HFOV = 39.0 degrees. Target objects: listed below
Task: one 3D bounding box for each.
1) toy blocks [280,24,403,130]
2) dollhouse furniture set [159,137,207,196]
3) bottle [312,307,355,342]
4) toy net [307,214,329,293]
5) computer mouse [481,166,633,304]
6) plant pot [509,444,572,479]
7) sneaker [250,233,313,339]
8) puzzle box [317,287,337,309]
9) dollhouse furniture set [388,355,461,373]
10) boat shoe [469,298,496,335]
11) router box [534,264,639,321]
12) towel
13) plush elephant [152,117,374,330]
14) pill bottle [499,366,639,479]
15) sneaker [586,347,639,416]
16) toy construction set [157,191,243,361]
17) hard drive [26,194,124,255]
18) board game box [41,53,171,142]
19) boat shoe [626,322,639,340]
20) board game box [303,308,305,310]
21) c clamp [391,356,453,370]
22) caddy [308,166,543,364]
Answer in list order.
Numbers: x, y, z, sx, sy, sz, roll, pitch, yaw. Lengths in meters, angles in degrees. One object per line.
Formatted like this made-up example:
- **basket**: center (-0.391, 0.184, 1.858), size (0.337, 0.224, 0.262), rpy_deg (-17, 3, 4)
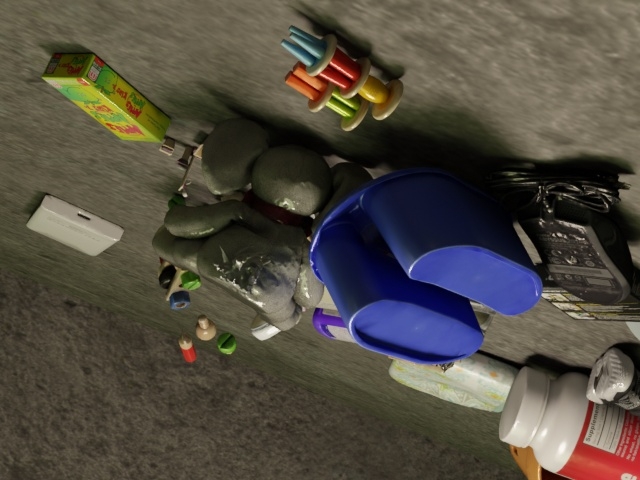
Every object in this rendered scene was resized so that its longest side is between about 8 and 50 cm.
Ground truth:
- **toy blocks**: center (0.004, -0.190, 1.044), size (0.148, 0.054, 0.123), rpy_deg (29, 161, -26)
- **dollhouse furniture set**: center (-0.217, -0.124, 1.461), size (0.091, 0.081, 0.114), rpy_deg (24, 163, -15)
- **bottle**: center (0.119, 0.193, 2.054), size (0.283, 0.092, 0.118), rpy_deg (6, 159, 40)
- **toy net**: center (0.000, 0.000, 1.541), size (0.232, 0.045, 0.122), rpy_deg (44, 136, 2)
- **computer mouse**: center (0.344, -0.016, 1.194), size (0.188, 0.072, 0.272), rpy_deg (8, 147, 41)
- **plant pot**: center (0.607, 0.513, 2.235), size (0.291, 0.291, 0.203), rpy_deg (27, 179, -22)
- **sneaker**: center (-0.052, 0.068, 1.654), size (0.091, 0.258, 0.094), rpy_deg (39, -172, -17)
- **puzzle box**: center (-0.050, 0.074, 1.949), size (0.409, 0.052, 0.272), rpy_deg (5, 158, 42)
- **dollhouse furniture set**: center (0.239, 0.182, 1.895), size (0.129, 0.129, 0.183), rpy_deg (13, -168, 25)
- **boat shoe**: center (0.191, 0.081, 1.643), size (0.320, 0.103, 0.118), rpy_deg (33, 177, -21)
- **router box**: center (0.438, 0.083, 1.419), size (0.133, 0.046, 0.179), rpy_deg (31, 160, -32)
- **towel**: center (0.335, 0.339, 2.276), size (0.320, 0.090, 0.374), rpy_deg (18, 163, 5)
- **plush elephant**: center (-0.076, -0.036, 1.341), size (0.272, 0.255, 0.330), rpy_deg (32, 170, -6)
- **pill bottle**: center (0.615, 0.424, 1.977), size (0.407, 0.229, 0.229), rpy_deg (19, 163, 3)
- **sneaker**: center (0.617, 0.283, 1.762), size (0.153, 0.101, 0.268), rpy_deg (16, 169, 10)
- **toy construction set**: center (-0.198, 0.051, 1.661), size (0.257, 0.309, 0.237), rpy_deg (11, 158, 3)
- **hard drive**: center (-0.631, -0.033, 2.302), size (0.203, 0.040, 0.307), rpy_deg (26, 163, -19)
- **board game box**: center (-0.320, -0.213, 1.366), size (0.092, 0.043, 0.181), rpy_deg (8, 159, 35)
- **boat shoe**: center (0.574, 0.144, 1.432), size (0.183, 0.083, 0.065), rpy_deg (40, 149, 38)
- **board game box**: center (-0.077, 0.155, 2.204), size (0.090, 0.020, 0.090), rpy_deg (4, -177, 3)
- **c clamp**: center (0.201, 0.204, 1.762), size (0.160, 0.022, 0.137), rpy_deg (24, 134, 37)
- **caddy**: center (0.143, 0.029, 1.250), size (0.241, 0.179, 0.341), rpy_deg (-42, 139, 24)
